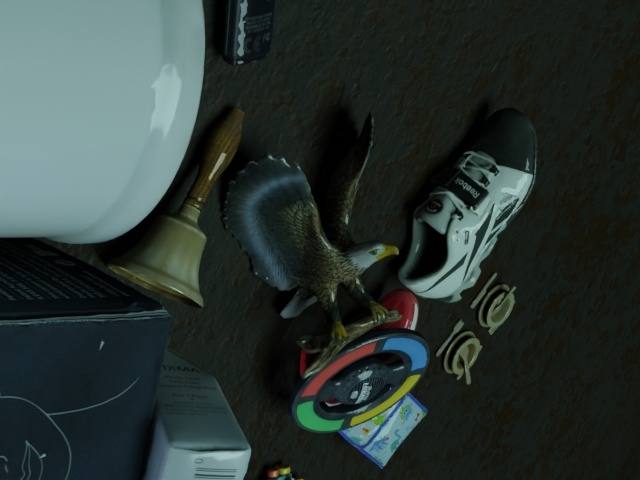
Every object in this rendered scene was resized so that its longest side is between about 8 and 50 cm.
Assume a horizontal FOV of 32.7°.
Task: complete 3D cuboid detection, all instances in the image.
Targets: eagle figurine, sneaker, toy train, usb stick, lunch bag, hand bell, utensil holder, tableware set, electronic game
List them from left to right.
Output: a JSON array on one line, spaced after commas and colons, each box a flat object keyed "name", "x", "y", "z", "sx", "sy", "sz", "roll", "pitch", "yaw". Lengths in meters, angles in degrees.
[{"name": "utensil holder", "x": -0.342, "y": -0.158, "z": 0.854, "sx": 0.385, "sy": 0.327, "sz": 0.327, "roll": -1, "pitch": 114, "yaw": -44}, {"name": "hand bell", "x": -0.152, "y": -0.053, "z": 1.322, "sx": 0.126, "sy": 0.126, "sz": 0.242, "roll": 37, "pitch": 72, "yaw": -52}, {"name": "usb stick", "x": -0.076, "y": -0.338, "z": 1.241, "sx": 0.077, "sy": 0.045, "sz": 0.278, "roll": -25, "pitch": 131, "yaw": -45}, {"name": "toy train", "x": -0.049, "y": 0.432, "z": 1.739, "sx": 0.166, "sy": 0.046, "sz": 0.125, "roll": 60, "pitch": 43, "yaw": -46}, {"name": "eagle figurine", "x": 0.010, "y": -0.003, "z": 1.478, "sx": 0.226, "sy": 0.225, "sz": 0.298, "roll": -66, "pitch": 136, "yaw": -74}, {"name": "sneaker", "x": 0.055, "y": 0.157, "z": 1.669, "sx": 0.221, "sy": 0.087, "sz": 0.128, "roll": -56, "pitch": 142, "yaw": 0}, {"name": "electronic game", "x": 0.059, "y": 0.209, "z": 1.612, "sx": 0.229, "sy": 0.048, "sz": 0.229, "roll": -20, "pitch": 144, "yaw": -15}, {"name": "lunch bag", "x": 0.084, "y": 0.280, "z": 1.787, "sx": 0.129, "sy": 0.096, "sz": 0.151, "roll": -50, "pitch": 127, "yaw": -8}, {"name": "sneaker", "x": 0.225, "y": -0.055, "z": 1.690, "sx": 0.146, "sy": 0.122, "sz": 0.330, "roll": 10, "pitch": 106, "yaw": -52}, {"name": "tableware set", "x": 0.295, "y": 0.167, "z": 1.979, "sx": 0.194, "sy": 0.039, "sz": 0.128, "roll": -53, "pitch": 141, "yaw": -8}]

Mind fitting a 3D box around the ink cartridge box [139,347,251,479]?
[{"name": "ink cartridge box", "x": -0.199, "y": 0.262, "z": 1.227, "sx": 0.091, "sy": 0.385, "sz": 0.308, "roll": 8, "pitch": 109, "yaw": -22}]

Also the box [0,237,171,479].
[{"name": "box", "x": -0.442, "y": 0.248, "z": 0.987, "sx": 0.472, "sy": 0.297, "sz": 0.480, "roll": 1, "pitch": 106, "yaw": -49}]
